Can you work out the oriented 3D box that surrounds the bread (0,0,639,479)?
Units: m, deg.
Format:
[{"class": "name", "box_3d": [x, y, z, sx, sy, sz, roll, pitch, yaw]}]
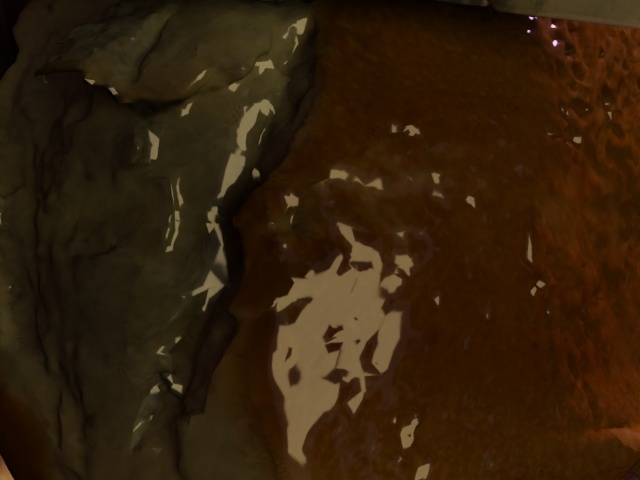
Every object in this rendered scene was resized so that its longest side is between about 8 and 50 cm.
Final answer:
[{"class": "bread", "box_3d": [0.000, 0.000, 0.478, 0.279, 0.225, 0.250, 4, 81, -40]}]

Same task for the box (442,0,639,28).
[{"class": "box", "box_3d": [0.018, -0.171, 0.363, 0.256, 0.069, 0.164, 6, 119, -4]}]

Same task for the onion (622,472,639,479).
[{"class": "onion", "box_3d": [0.220, 0.096, 0.677, 0.314, 0.146, 0.280, -41, 96, -17]}]
